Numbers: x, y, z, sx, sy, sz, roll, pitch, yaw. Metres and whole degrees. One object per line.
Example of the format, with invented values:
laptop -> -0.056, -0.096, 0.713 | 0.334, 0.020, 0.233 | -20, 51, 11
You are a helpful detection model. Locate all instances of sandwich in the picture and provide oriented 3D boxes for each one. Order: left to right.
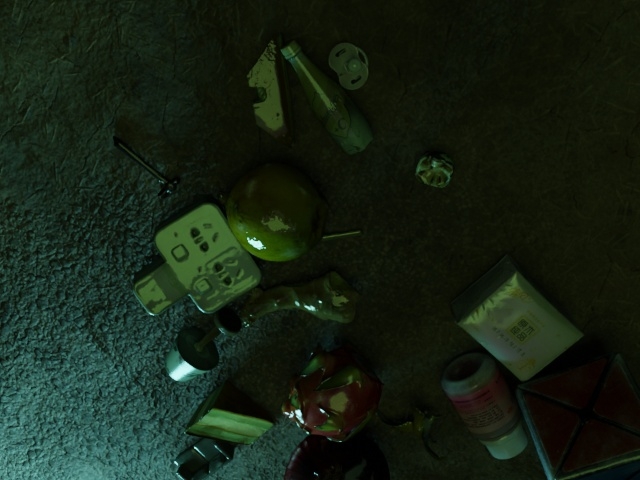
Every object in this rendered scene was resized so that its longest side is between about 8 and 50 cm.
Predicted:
sandwich -> -0.218, 0.457, 1.824 | 0.187, 0.144, 0.117 | 43, 110, -12
sandwich -> -0.108, -0.305, 1.551 | 0.088, 0.090, 0.244 | -5, 110, 2

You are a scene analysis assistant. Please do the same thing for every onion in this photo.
onion -> 0.047, 0.604, 1.849 | 0.273, 0.285, 0.273 | -5, 74, 16

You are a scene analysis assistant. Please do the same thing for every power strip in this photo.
power strip -> -0.296, 0.052, 1.698 | 0.261, 0.141, 0.229 | -32, 107, -1

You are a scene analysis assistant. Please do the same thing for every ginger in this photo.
ginger -> -0.048, 0.147, 1.733 | 0.295, 0.086, 0.131 | -11, 119, 16

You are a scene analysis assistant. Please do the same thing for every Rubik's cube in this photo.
Rubik's cube -> 0.610, 0.440, 1.674 | 0.259, 0.255, 0.260 | -20, 136, 10

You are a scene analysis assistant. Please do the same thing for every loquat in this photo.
loquat -> -0.112, -0.063, 1.595 | 0.246, 0.213, 0.213 | 15, 112, 17

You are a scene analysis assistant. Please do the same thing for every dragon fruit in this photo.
dragon fruit -> 0.027, 0.357, 1.736 | 0.224, 0.224, 0.227 | 44, 88, -13

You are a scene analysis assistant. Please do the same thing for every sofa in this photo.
sofa -> -0.303, 0.564, 1.914 | 0.147, 0.060, 0.085 | -37, 104, 16

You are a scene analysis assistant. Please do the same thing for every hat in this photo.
hat -> 0.248, -0.159, 1.606 | 0.077, 0.059, 0.076 | 17, 127, 2

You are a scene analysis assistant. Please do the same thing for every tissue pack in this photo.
tissue pack -> 0.441, 0.179, 1.689 | 0.225, 0.124, 0.185 | 41, 107, -13

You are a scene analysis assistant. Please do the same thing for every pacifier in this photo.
pacifier -> 0.066, -0.361, 1.528 | 0.081, 0.078, 0.099 | -35, 106, -6

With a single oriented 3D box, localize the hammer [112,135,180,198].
hammer -> -0.397, -0.167, 1.658 | 0.178, 0.021, 0.065 | 40, 109, -11

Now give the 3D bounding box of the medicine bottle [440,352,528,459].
medicine bottle -> 0.395, 0.395, 1.766 | 0.147, 0.147, 0.247 | -28, 107, 13

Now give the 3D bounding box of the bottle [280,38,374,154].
bottle -> 0.009, -0.297, 1.536 | 0.083, 0.083, 0.269 | -34, 115, 15

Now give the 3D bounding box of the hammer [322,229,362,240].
hammer -> 0.000, 0.000, 1.684 | 0.195, 0.060, 0.028 | -9, 126, 2

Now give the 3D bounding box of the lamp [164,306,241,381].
lamp -> -0.278, 0.246, 1.754 | 0.121, 0.121, 0.215 | 42, 119, -12

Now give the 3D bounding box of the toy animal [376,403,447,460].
toy animal -> 0.263, 0.462, 1.831 | 0.155, 0.219, 0.095 | 22, 95, -44
